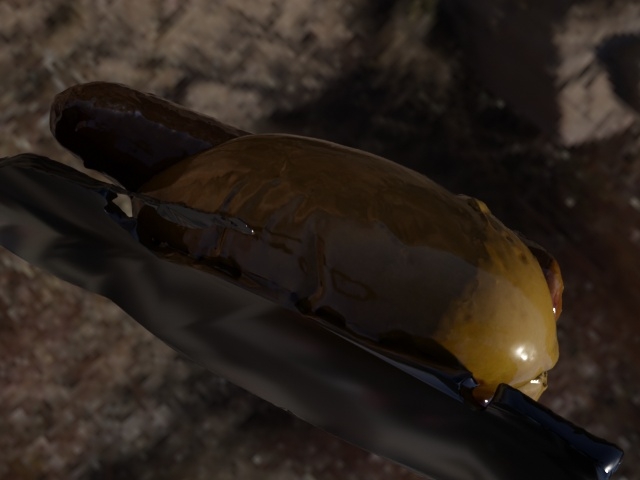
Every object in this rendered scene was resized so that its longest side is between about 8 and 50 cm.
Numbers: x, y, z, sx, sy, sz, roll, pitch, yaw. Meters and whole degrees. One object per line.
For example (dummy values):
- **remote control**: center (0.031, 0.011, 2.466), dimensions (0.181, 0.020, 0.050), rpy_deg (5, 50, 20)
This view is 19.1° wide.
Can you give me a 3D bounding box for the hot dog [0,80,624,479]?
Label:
- **hot dog**: center (0.000, 0.003, 0.916), dimensions (0.107, 0.326, 0.194), rpy_deg (-62, -171, -23)
